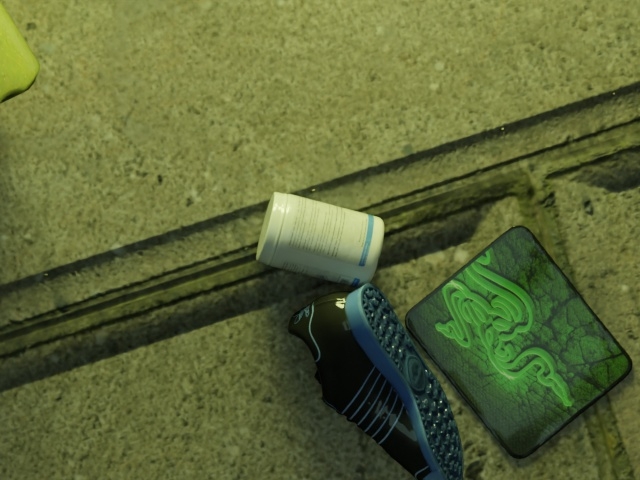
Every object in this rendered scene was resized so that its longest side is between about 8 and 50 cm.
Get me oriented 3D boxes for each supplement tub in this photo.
[{"bbox_3d":[0.000,0.000,1.468,0.107,0.071,0.071,15,95,-7],"label":"supplement tub"}]

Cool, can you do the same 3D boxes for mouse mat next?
[{"bbox_3d":[0.192,0.099,1.529,0.153,0.007,0.189,-39,97,0],"label":"mouse mat"}]

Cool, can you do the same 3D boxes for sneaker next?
[{"bbox_3d":[0.055,0.146,1.492,0.090,0.081,0.232,-18,110,28],"label":"sneaker"}]

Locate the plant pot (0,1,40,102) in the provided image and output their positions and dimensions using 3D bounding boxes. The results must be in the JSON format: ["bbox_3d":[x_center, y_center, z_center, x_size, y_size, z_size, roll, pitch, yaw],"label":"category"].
[{"bbox_3d":[-0.383,-0.189,1.334,0.276,0.276,0.254,-39,110,0],"label":"plant pot"}]
